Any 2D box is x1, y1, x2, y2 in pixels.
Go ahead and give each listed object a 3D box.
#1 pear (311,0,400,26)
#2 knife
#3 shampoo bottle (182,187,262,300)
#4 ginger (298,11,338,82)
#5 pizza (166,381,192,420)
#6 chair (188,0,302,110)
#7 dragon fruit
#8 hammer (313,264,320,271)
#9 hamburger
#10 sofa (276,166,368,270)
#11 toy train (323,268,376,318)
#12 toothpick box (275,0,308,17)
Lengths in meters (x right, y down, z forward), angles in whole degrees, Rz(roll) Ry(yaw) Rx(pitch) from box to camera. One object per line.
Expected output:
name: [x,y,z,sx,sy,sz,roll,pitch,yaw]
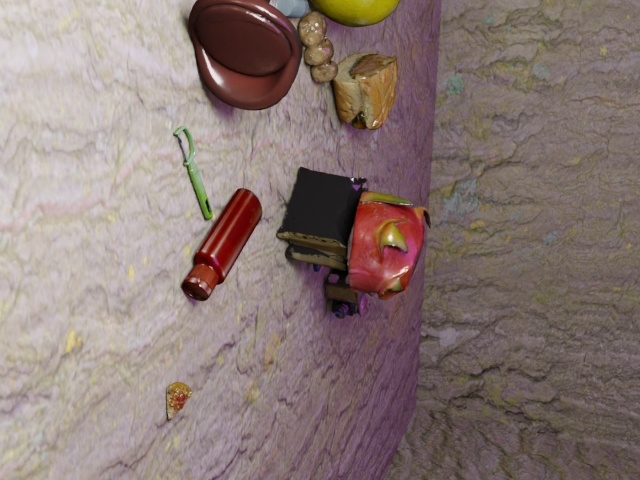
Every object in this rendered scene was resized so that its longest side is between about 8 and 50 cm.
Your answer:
pear: [0.089,-0.684,1.482,0.294,0.294,0.294,7,90,-69]
knife: [-0.243,-0.132,1.145,0.054,0.015,0.212,-71,157,-48]
shampoo bottle: [-0.204,0.010,1.222,0.102,0.064,0.260,81,27,-45]
ginger: [-0.003,-0.509,1.555,0.204,0.080,0.104,71,27,-45]
pizza: [-0.283,0.325,1.167,0.083,0.025,0.078,46,52,-65]
chair: [-0.105,-0.471,1.103,0.226,0.226,0.401,54,48,-61]
dragon fruit: [0.179,0.021,1.525,0.290,0.189,0.291,11,90,-77]
hammer: [0.000,0.000,1.754,0.116,0.069,0.194,-5,106,-70]
hamburger: [0.136,-0.454,1.823,0.330,0.162,0.209,-56,149,-54]
sofa: [0.013,-0.056,1.612,0.182,0.200,0.258,80,24,-64]
toy train: [0.115,0.148,1.996,0.261,0.134,0.177,-58,148,-49]
toothpick box: [-0.068,-0.566,1.405,0.083,0.052,0.052,-36,130,-61]
